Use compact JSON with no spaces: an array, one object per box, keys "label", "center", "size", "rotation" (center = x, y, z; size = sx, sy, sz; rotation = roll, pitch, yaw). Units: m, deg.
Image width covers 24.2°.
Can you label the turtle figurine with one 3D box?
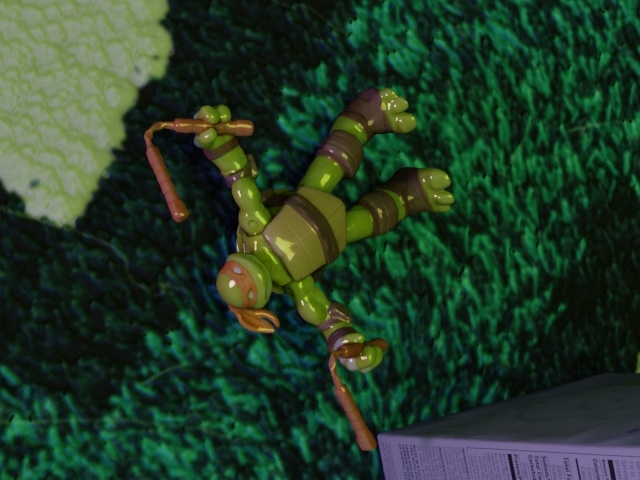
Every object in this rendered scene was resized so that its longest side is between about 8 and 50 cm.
[{"label":"turtle figurine","center":[0.000,0.000,1.072],"size":[0.217,0.087,0.269],"rotation":[-39,96,-34]}]

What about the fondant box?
[{"label":"fondant box","center":[0.230,0.157,1.048],"size":[0.238,0.330,0.096],"rotation":[-11,91,-30]}]
